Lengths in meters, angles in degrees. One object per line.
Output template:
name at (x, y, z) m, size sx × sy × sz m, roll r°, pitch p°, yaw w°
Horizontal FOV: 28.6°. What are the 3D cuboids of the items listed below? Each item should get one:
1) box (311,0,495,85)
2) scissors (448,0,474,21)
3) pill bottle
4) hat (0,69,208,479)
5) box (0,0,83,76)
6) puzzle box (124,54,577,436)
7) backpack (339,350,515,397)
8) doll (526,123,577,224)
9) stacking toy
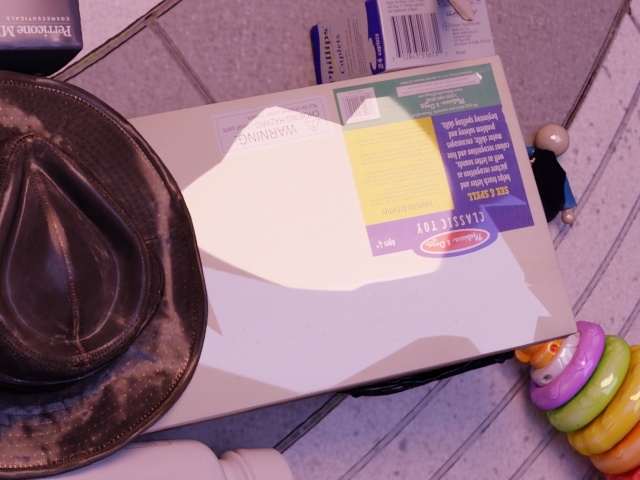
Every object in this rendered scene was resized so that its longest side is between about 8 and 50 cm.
box at (0.077, -0.192, 1.216) m, size 0.126 × 0.137 × 0.072 m, roll -10°, pitch 90°, yaw -28°
scissors at (0.123, -0.253, 1.183) m, size 0.109 × 0.297 × 0.021 m, roll -6°, pitch 115°, yaw -18°
pill bottle at (-0.142, 0.234, 1.057) m, size 0.229 × 0.131 × 0.131 m, roll 0°, pitch 84°, yaw -28°
hat at (-0.217, 0.010, 0.951) m, size 0.331 × 0.134 × 0.331 m, roll 6°, pitch 74°, yaw -21°
box at (-0.294, -0.244, 1.045) m, size 0.153 × 0.108 × 0.207 m, roll -7°, pitch 87°, yaw -29°
puzzle box at (0.000, 0.000, 1.110) m, size 0.409 × 0.052 × 0.272 m, roll -11°, pitch 77°, yaw -11°
backpack at (0.081, 0.084, 1.197) m, size 0.182 × 0.152 × 0.115 m, roll -14°, pitch 84°, yaw -17°
doll at (0.215, -0.047, 1.325) m, size 0.129 × 0.046 × 0.189 m, roll 38°, pitch 69°, yaw -20°
stacking toy at (0.279, 0.149, 1.293) m, size 0.302 × 0.166 × 0.175 m, roll 35°, pitch 83°, yaw -8°
